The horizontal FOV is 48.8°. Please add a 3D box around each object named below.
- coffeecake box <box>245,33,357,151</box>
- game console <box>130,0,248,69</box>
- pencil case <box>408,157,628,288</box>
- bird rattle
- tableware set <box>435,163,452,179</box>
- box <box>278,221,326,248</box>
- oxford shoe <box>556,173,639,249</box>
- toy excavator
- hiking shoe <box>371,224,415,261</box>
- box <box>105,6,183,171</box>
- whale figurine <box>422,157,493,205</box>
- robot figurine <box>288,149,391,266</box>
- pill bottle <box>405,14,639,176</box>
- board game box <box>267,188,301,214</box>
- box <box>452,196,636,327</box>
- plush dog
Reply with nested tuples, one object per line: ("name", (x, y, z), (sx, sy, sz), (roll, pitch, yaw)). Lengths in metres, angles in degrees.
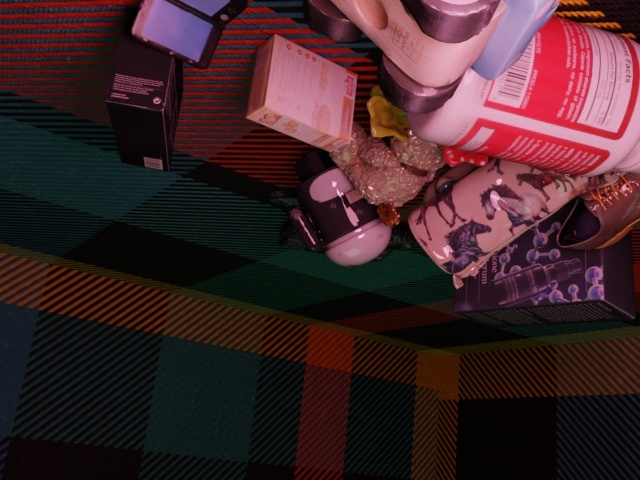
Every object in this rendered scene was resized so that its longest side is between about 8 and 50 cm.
("coffeecake box", (-0.030, -0.261, 1.266), (0.185, 0.143, 0.068), (18, 159, -32))
("game console", (-0.208, -0.356, 1.126), (0.144, 0.085, 0.124), (19, 158, -35))
("pencil case", (0.384, -0.085, 1.383), (0.410, 0.184, 0.160), (-35, 178, 22))
("bird rattle", (0.211, -0.238, 1.254), (0.253, 0.143, 0.207), (17, 131, -3))
("tableware set", (0.256, -0.151, 1.674), (0.194, 0.039, 0.128), (-3, 160, 25))
("box", (0.000, 0.000, 2.146), (0.232, 0.059, 0.183), (9, 172, -11))
("oxford shoe", (0.618, -0.094, 1.433), (0.132, 0.130, 0.364), (-13, 146, -30))
("toy excavator", (0.257, -0.344, 0.848), (0.433, 0.445, 0.222), (46, 166, 10))
("hiking shoe", (0.175, -0.006, 2.106), (0.114, 0.086, 0.226), (33, 145, -28))
("box", (-0.311, -0.264, 1.281), (0.103, 0.185, 0.261), (11, 161, -7))
("whale figurine", (0.346, -0.107, 1.539), (0.216, 0.141, 0.272), (-5, 148, -37))
("robot figurine", (0.047, -0.076, 1.602), (0.209, 0.278, 0.173), (-27, 180, 13))
("pill bottle", (0.359, -0.228, 1.106), (0.407, 0.229, 0.229), (11, 161, -14))
("board game box", (-0.048, -0.095, 1.962), (0.126, 0.026, 0.186), (-3, 160, 25))
("box", (0.559, 0.050, 1.784), (0.395, 0.294, 0.212), (-11, 156, 40))
("plush dog", (0.176, -0.172, 1.449), (0.262, 0.211, 0.225), (16, 134, -30))
